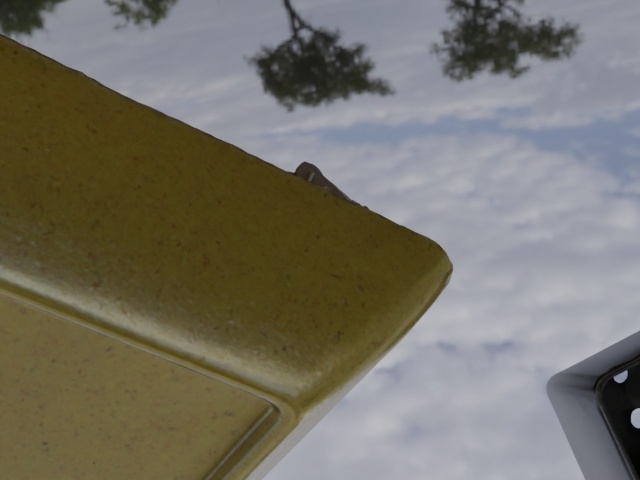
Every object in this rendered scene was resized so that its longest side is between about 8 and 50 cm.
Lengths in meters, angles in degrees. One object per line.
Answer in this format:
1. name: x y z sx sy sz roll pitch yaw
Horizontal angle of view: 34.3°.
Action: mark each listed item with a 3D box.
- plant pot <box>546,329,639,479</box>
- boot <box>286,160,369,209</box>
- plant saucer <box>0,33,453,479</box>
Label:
1. plant pot: 0.273 0.139 0.748 0.187 0.188 0.167 -25 -178 -12
2. boot: 0.000 0.000 0.827 0.095 0.123 0.258 -45 -177 -2
3. plant saucer: -0.159 0.070 0.496 0.333 0.333 0.081 24 -140 -19
